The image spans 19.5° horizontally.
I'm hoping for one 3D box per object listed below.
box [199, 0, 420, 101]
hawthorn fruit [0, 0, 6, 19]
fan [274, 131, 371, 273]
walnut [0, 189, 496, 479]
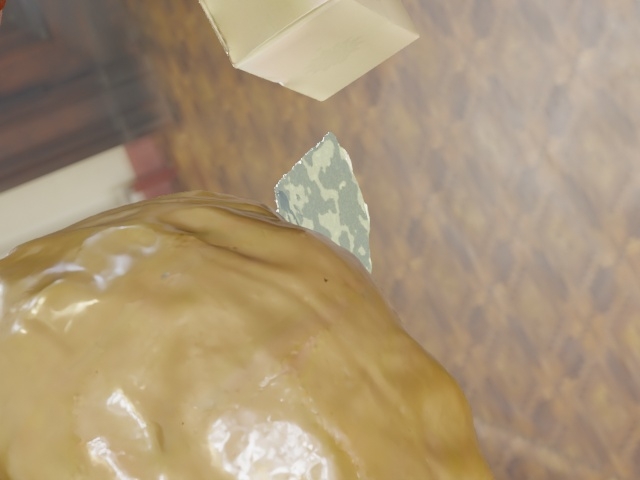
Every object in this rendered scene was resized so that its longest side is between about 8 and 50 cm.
[{"bbox_3d":[-0.040,-0.218,1.301,0.212,0.095,0.168,62,-161,14],"label":"box"},{"bbox_3d":[-0.303,-0.177,1.262,0.181,0.181,0.235,58,160,21],"label":"hawthorn fruit"},{"bbox_3d":[0.000,0.000,1.611,0.131,0.009,0.240,51,147,24],"label":"fan"},{"bbox_3d":[-0.072,0.158,1.074,0.383,0.383,0.383,49,153,36],"label":"walnut"}]
